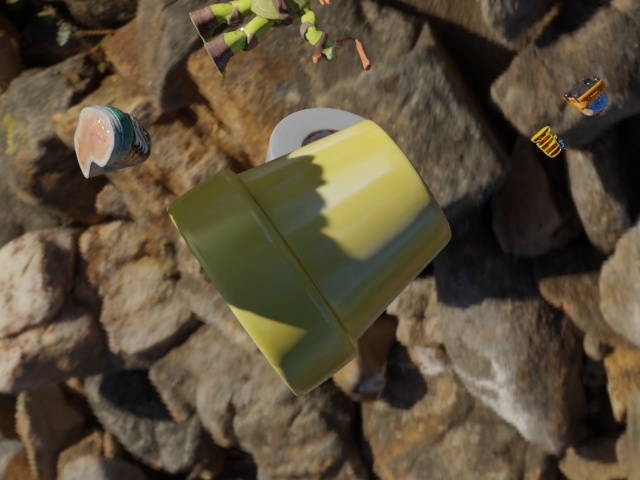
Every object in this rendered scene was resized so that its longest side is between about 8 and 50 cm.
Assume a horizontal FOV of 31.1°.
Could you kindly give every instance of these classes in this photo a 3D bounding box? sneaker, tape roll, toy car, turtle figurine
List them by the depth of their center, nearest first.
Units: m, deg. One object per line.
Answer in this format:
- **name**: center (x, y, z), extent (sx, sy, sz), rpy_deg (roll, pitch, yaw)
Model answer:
- **toy car**: center (0.266, -0.128, 1.236), extent (0.122, 0.060, 0.040), rpy_deg (-45, 101, -17)
- **turtle figurine**: center (-0.059, -0.311, 1.584), extent (0.217, 0.087, 0.269), rpy_deg (-28, 69, 2)
- **tape roll**: center (0.018, -0.122, 1.916), extent (0.219, 0.219, 0.072), rpy_deg (18, 138, 1)
- **sneaker**: center (-0.353, -0.184, 2.022), extent (0.121, 0.302, 0.108), rpy_deg (-18, 91, -20)

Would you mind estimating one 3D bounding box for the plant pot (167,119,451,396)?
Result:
- **plant pot**: center (0.000, 0.000, 1.255), extent (0.239, 0.254, 0.254), rpy_deg (-36, 103, -4)
